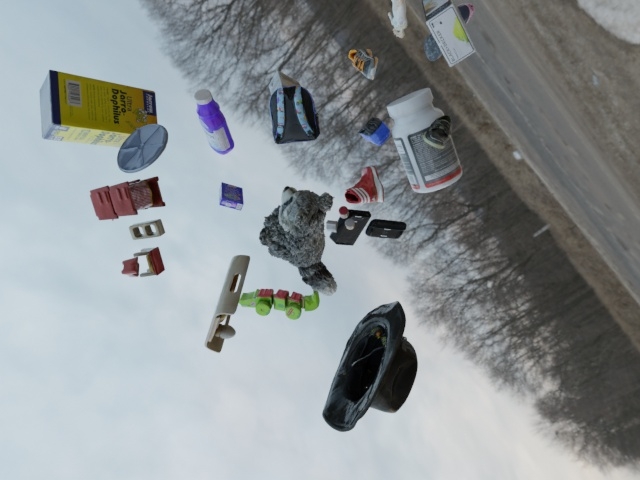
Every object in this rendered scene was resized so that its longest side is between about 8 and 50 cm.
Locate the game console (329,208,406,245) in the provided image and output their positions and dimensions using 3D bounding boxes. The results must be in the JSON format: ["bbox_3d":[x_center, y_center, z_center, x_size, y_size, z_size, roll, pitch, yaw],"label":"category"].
[{"bbox_3d":[0.235,-0.050,1.952,0.362,0.213,0.043,5,-131,-22],"label":"game console"}]

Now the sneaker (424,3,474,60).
[{"bbox_3d":[0.549,-0.881,1.757,0.112,0.131,0.319,62,174,-1],"label":"sneaker"}]

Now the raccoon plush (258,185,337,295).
[{"bbox_3d":[0.000,0.000,1.420,0.446,0.299,0.216,42,-116,-23],"label":"raccoon plush"}]

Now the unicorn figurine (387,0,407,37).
[{"bbox_3d":[0.184,-0.570,0.995,0.162,0.060,0.111,52,-154,-40],"label":"unicorn figurine"}]

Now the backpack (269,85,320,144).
[{"bbox_3d":[-0.083,-0.409,1.332,0.117,0.159,0.173,-65,-31,-66],"label":"backpack"}]

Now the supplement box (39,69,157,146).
[{"bbox_3d":[-0.830,-0.476,1.555,0.357,0.194,0.195,-3,-93,-42],"label":"supplement box"}]

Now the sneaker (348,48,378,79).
[{"bbox_3d":[0.169,-0.701,1.630,0.083,0.084,0.214,3,-142,-15],"label":"sneaker"}]

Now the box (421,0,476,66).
[{"bbox_3d":[0.404,-0.701,1.318,0.169,0.087,0.289,46,-145,-30],"label":"box"}]

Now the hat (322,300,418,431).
[{"bbox_3d":[0.143,0.312,0.977,0.134,0.331,0.331,34,-159,-9],"label":"hat"}]

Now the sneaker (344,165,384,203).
[{"bbox_3d":[0.141,-0.200,1.458,0.221,0.128,0.086,-103,6,-60],"label":"sneaker"}]

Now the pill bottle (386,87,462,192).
[{"bbox_3d":[0.405,-0.389,1.616,0.210,0.210,0.362,-80,-33,-67],"label":"pill bottle"}]

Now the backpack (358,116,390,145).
[{"bbox_3d":[0.233,-0.443,1.686,0.101,0.098,0.120,34,-172,-25],"label":"backpack"}]

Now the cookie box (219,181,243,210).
[{"bbox_3d":[-0.358,-0.178,1.654,0.092,0.040,0.107,14,-140,-25],"label":"cookie box"}]

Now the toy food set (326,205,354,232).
[{"bbox_3d":[0.025,-0.105,1.681,0.104,0.233,0.111,63,-144,-73],"label":"toy food set"}]

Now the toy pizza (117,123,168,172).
[{"bbox_3d":[-0.585,-0.301,1.364,0.201,0.201,0.032,64,-173,34],"label":"toy pizza"}]

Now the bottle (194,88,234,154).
[{"bbox_3d":[-0.435,-0.478,1.671,0.118,0.092,0.282,41,160,24],"label":"bottle"}]

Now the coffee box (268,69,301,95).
[{"bbox_3d":[-0.162,-0.723,2.039,0.141,0.098,0.246,18,-144,-31],"label":"coffee box"}]

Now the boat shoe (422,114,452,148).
[{"bbox_3d":[0.401,-0.373,1.388,0.080,0.073,0.223,26,-145,7],"label":"boat shoe"}]

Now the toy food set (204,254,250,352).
[{"bbox_3d":[-0.296,0.214,1.358,0.093,0.306,0.219,18,-131,-12],"label":"toy food set"}]

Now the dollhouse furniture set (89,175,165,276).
[{"bbox_3d":[-0.656,-0.033,1.495,0.201,0.152,0.373,-64,-35,-72],"label":"dollhouse furniture set"}]

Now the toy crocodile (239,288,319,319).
[{"bbox_3d":[-0.171,0.249,1.718,0.115,0.341,0.105,-69,-18,-64],"label":"toy crocodile"}]
